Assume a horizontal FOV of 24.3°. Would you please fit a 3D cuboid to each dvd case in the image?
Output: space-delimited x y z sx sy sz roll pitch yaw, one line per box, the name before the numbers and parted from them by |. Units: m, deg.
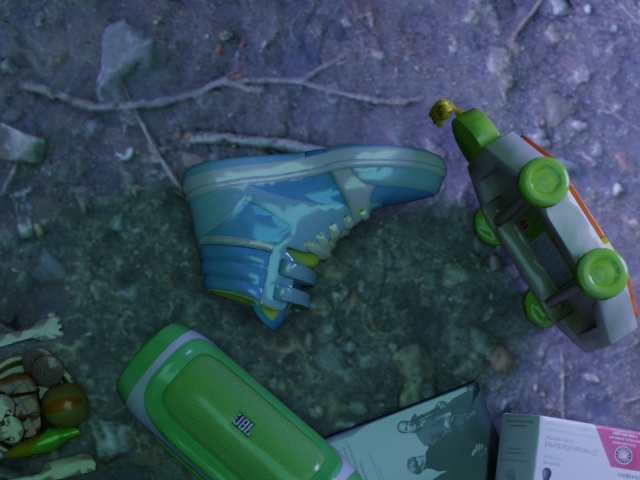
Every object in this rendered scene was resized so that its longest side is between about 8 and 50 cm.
dvd case | 0.110 0.292 1.784 0.238 0.029 0.179 -20 83 -7

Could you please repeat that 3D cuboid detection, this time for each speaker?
speaker | -0.093 0.228 1.714 0.296 0.131 0.131 40 80 10

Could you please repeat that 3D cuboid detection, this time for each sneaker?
sneaker | 0.000 0.000 1.777 0.318 0.127 0.208 -6 79 4

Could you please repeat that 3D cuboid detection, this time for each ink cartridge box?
ink cartridge box | 0.287 0.322 1.745 0.158 0.092 0.218 12 81 -22

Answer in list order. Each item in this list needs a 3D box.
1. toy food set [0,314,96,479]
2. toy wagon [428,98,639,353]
toy food set | -0.343 0.193 1.755 0.132 0.038 0.192 -15 82 -7
toy wagon | 0.245 -0.029 1.728 0.068 0.267 0.344 -30 84 -10
